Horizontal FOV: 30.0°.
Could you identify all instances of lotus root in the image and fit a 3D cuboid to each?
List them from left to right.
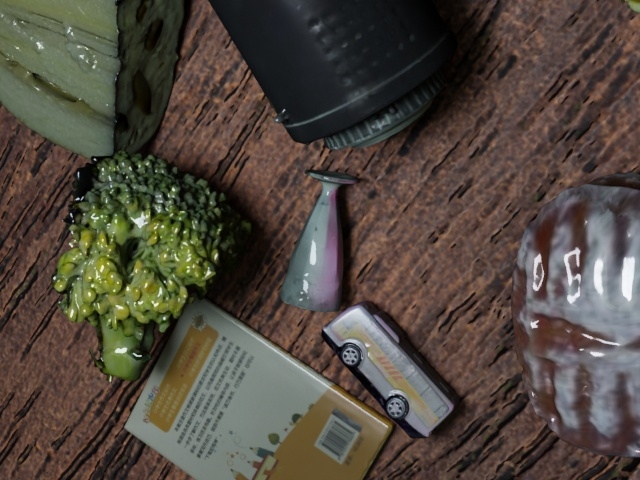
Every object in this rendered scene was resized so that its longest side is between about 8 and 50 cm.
[{"bbox_3d":[-0.305,-0.259,1.411,0.260,0.149,0.267,21,122,21],"label":"lotus root"}]

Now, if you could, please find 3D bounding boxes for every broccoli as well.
[{"bbox_3d":[-0.169,0.034,1.338,0.180,0.242,0.273,0,100,22],"label":"broccoli"}]

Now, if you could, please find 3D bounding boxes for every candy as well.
[{"bbox_3d":[0.302,0.078,1.210,0.214,0.157,0.290,-4,94,31],"label":"candy"}]

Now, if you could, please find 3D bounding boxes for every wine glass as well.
[{"bbox_3d":[0.000,0.000,1.360,0.073,0.073,0.155,14,102,19],"label":"wine glass"}]

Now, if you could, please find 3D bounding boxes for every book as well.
[{"bbox_3d":[-0.081,0.225,1.448,0.295,0.020,0.208,33,107,14],"label":"book"}]

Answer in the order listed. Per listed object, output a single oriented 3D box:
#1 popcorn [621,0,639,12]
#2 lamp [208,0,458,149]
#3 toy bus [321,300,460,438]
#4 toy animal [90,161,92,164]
[{"bbox_3d":[0.385,-0.237,1.151,0.162,0.141,0.136,-8,92,-18],"label":"popcorn"},{"bbox_3d":[0.001,-0.225,1.229,0.374,0.205,0.272,-15,102,-11],"label":"lamp"},{"bbox_3d":[0.080,0.144,1.358,0.072,0.057,0.172,-44,82,14],"label":"toy bus"},{"bbox_3d":[-0.261,-0.061,1.475,0.084,0.028,0.050,42,101,12],"label":"toy animal"}]
